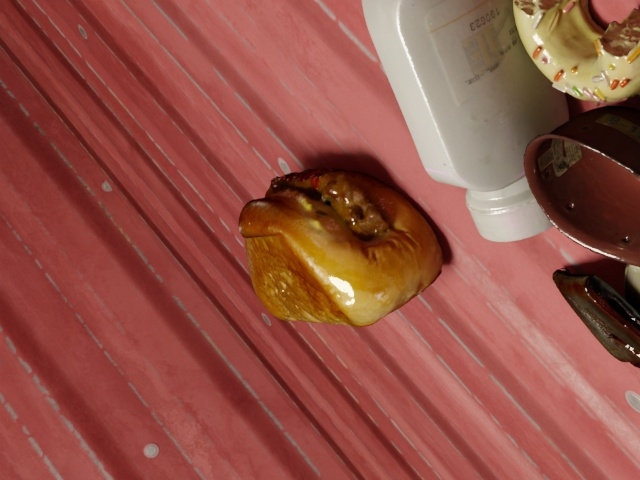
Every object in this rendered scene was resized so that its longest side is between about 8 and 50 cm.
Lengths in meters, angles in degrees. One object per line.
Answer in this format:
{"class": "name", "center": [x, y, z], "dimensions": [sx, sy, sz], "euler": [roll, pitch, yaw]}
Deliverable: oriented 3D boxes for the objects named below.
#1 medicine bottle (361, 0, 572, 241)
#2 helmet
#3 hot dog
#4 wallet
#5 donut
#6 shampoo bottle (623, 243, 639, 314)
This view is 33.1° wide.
{"class": "medicine bottle", "center": [0.161, -0.148, 1.077], "dimensions": [0.111, 0.161, 0.296], "euler": [20, 142, 59]}
{"class": "helmet", "center": [0.289, -0.061, 1.002], "dimensions": [0.175, 0.106, 0.155], "euler": [37, 159, 34]}
{"class": "hot dog", "center": [0.002, 0.000, 1.611], "dimensions": [0.223, 0.185, 0.405], "euler": [58, 159, -10]}
{"class": "wallet", "center": [0.313, 0.086, 1.154], "dimensions": [0.137, 0.031, 0.255], "euler": [49, -177, 4]}
{"class": "donut", "center": [0.244, -0.176, 0.985], "dimensions": [0.166, 0.065, 0.108], "euler": [40, 155, 36]}
{"class": "shampoo bottle", "center": [0.437, 0.108, 0.969], "dimensions": [0.350, 0.084, 0.126], "euler": [37, 161, 39]}
